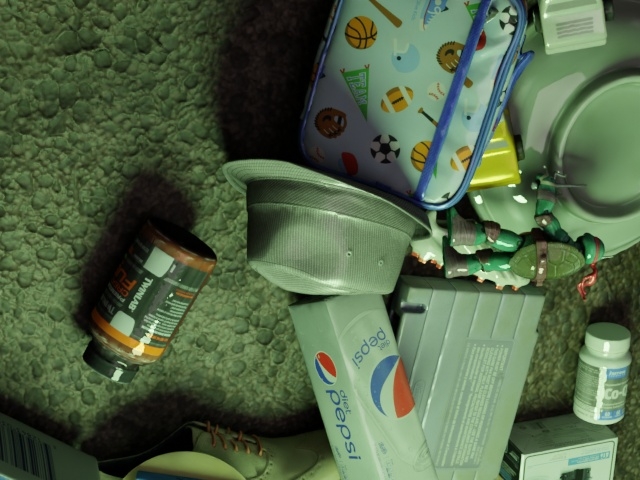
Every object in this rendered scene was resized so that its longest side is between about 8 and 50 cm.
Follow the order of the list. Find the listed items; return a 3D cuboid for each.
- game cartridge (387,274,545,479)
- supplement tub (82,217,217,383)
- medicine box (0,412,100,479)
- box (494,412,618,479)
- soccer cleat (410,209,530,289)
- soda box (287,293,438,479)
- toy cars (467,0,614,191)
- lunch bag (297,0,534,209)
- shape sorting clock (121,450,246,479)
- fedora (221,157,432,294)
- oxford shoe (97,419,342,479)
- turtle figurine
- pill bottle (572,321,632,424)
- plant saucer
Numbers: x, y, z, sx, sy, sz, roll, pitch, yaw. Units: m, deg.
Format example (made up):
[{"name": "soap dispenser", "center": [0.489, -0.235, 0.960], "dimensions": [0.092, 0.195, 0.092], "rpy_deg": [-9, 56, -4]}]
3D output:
[{"name": "game cartridge", "center": [0.176, 0.223, 1.988], "dimensions": [0.230, 0.068, 0.355], "rpy_deg": [3, 110, -28]}, {"name": "supplement tub", "center": [-0.217, 0.078, 1.731], "dimensions": [0.106, 0.106, 0.198], "rpy_deg": [26, 99, -30]}, {"name": "medicine box", "center": [-0.452, 0.356, 1.706], "dimensions": [0.263, 0.149, 0.289], "rpy_deg": [32, 106, -30]}, {"name": "box", "center": [0.347, 0.415, 2.125], "dimensions": [0.169, 0.087, 0.289], "rpy_deg": [-6, 114, -20]}, {"name": "soccer cleat", "center": [0.214, 0.013, 1.909], "dimensions": [0.196, 0.068, 0.076], "rpy_deg": [18, 101, -25]}, {"name": "soda box", "center": [0.057, 0.202, 1.834], "dimensions": [0.091, 0.098, 0.286], "rpy_deg": [-20, 94, -34]}, {"name": "toy cars", "center": [0.255, -0.243, 1.761], "dimensions": [0.176, 0.087, 0.393], "rpy_deg": [31, 99, 3]}, {"name": "lunch bag", "center": [0.119, -0.201, 1.685], "dimensions": [0.243, 0.115, 0.303], "rpy_deg": [21, 105, 8]}, {"name": "shape sorting clock", "center": [-0.173, 0.370, 1.770], "dimensions": [0.206, 0.040, 0.206], "rpy_deg": [0, 87, -3]}, {"name": "fedora", "center": [0.000, 0.000, 1.697], "dimensions": [0.275, 0.244, 0.124], "rpy_deg": [20, 78, -39]}, {"name": "oxford shoe", "center": [-0.116, 0.307, 1.858], "dimensions": [0.397, 0.140, 0.146], "rpy_deg": [-17, 110, -18]}, {"name": "turtle figurine", "center": [0.279, 0.000, 1.813], "dimensions": [0.234, 0.118, 0.175], "rpy_deg": [-2, 127, -3]}, {"name": "pill bottle", "center": [0.418, 0.195, 2.064], "dimensions": [0.078, 0.078, 0.137], "rpy_deg": [-7, 115, -20]}, {"name": "plant saucer", "center": [0.389, -0.138, 1.897], "dimensions": [0.401, 0.100, 0.400], "rpy_deg": [-8, 114, -19]}]
